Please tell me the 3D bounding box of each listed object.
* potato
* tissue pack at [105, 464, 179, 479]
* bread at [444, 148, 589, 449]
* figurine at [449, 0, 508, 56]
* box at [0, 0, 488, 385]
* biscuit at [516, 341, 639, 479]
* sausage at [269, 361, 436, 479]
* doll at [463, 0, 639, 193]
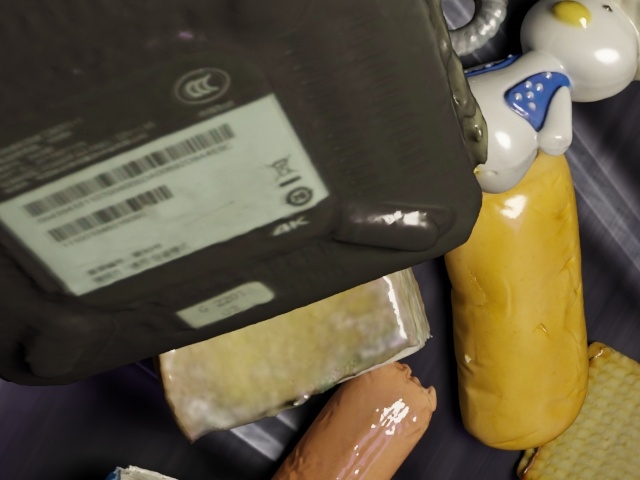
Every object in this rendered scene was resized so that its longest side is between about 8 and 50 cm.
[{"bbox_3d":[-0.036,-0.001,0.864,0.189,0.211,0.264,-15,92,9],"label":"potato"},{"bbox_3d":[-0.115,0.335,0.857,0.209,0.137,0.269,23,96,-18],"label":"tissue pack"},{"bbox_3d":[0.186,0.057,1.028,0.142,0.091,0.305,-27,122,-27],"label":"bread"},{"bbox_3d":[-0.091,-0.206,0.691,0.382,0.186,0.261,-15,92,-21],"label":"figurine"},{"bbox_3d":[-0.092,-0.056,0.620,0.359,0.091,0.350,-21,141,7],"label":"box"},{"bbox_3d":[0.327,0.220,1.215,0.254,0.029,0.172,28,94,-37],"label":"biscuit"},{"bbox_3d":[-0.005,0.228,0.977,0.086,0.086,0.289,39,86,-36],"label":"sausage"},{"bbox_3d":[0.181,-0.132,0.919,0.293,0.138,0.119,-38,134,-17],"label":"doll"}]
